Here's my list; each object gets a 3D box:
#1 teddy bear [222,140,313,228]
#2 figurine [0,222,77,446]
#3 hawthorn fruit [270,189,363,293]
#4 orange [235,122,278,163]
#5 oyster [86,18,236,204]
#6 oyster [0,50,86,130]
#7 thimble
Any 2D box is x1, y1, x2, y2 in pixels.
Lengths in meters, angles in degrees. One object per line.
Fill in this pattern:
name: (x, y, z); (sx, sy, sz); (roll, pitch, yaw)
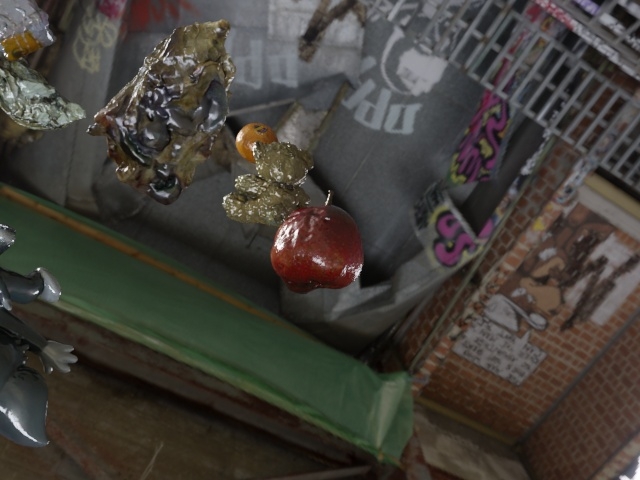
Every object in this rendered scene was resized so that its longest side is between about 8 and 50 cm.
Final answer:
teddy bear: (-0.127, -0.161, 1.797); (0.267, 0.256, 0.156); (11, 175, -26)
figurine: (-0.388, 0.114, 0.745); (0.193, 0.265, 0.140); (15, 179, -17)
hawthorn fruit: (0.000, 0.000, 1.525); (0.210, 0.230, 0.266); (33, -123, -27)
orange: (-0.200, -0.303, 1.976); (0.136, 0.117, 0.135); (14, -148, -9)
oyster: (-0.255, -0.235, 1.172); (0.221, 0.361, 0.096); (38, -168, -36)
oyster: (-0.729, -0.372, 1.529); (0.351, 0.158, 0.162); (32, -137, 3)
thimble: (-0.638, -0.461, 1.298); (0.151, 0.118, 0.127); (52, 163, 10)
